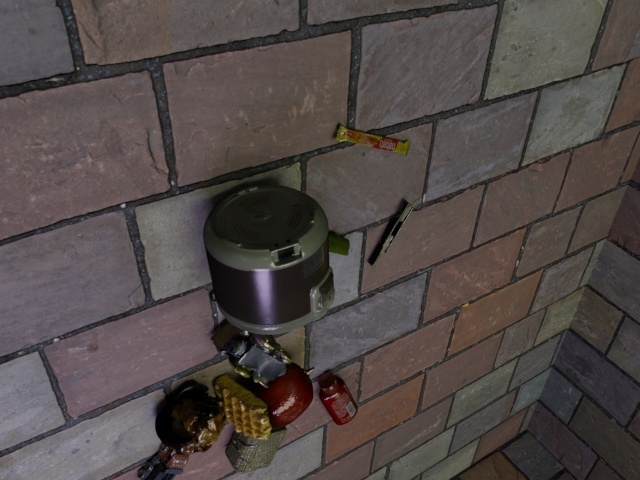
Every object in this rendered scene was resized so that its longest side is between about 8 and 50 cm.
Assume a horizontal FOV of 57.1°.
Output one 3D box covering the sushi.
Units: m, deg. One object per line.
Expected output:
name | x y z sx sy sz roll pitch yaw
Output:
sushi | -0.392 0.564 1.813 0.200 0.204 0.213 -54 144 4

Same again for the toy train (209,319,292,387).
toy train | -0.203 0.337 1.799 0.134 0.177 0.261 -44 140 -1

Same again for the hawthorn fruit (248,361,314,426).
hawthorn fruit | -0.123 0.507 1.998 0.250 0.215 0.215 -42 139 -10

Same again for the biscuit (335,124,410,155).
biscuit | 0.154 -0.286 1.693 0.292 0.026 0.048 3 101 -41

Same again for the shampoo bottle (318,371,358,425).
shampoo bottle | 0.064 0.625 2.328 0.118 0.076 0.314 -35 138 -10

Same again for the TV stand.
TV stand | 0.231 -0.023 1.962 0.042 0.036 0.249 10 116 -45

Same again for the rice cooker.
rice cooker | -0.125 0.056 1.526 0.335 0.335 0.325 -23 134 -23

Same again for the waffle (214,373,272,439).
waffle | -0.247 0.572 1.925 0.057 0.229 0.219 -38 145 -37

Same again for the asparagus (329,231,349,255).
asparagus | 0.001 0.001 1.778 0.278 0.060 0.067 10 106 -44

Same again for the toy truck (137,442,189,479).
toy truck | -0.521 0.756 1.949 0.192 0.092 0.083 -50 138 6

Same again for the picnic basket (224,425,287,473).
picnic basket | -0.241 0.714 2.112 0.154 0.134 0.196 3 122 -39
